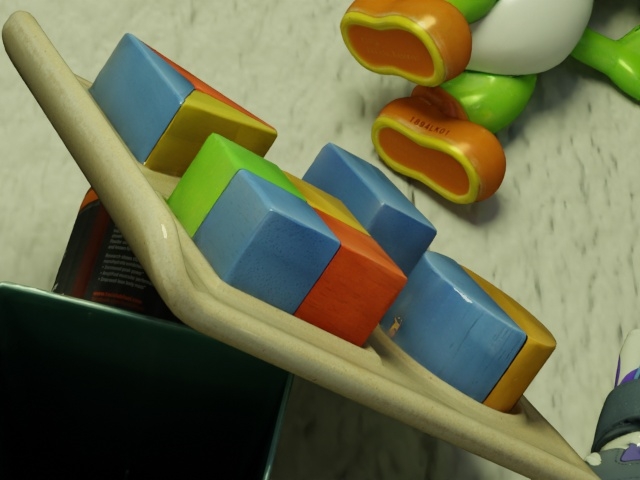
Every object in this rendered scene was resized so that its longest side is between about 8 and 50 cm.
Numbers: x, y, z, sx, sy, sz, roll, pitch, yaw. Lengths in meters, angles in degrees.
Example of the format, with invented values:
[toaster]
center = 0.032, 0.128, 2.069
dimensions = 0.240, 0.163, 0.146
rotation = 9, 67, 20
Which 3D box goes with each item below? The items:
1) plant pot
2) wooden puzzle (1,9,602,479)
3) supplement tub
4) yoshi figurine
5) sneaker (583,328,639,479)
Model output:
[plant pot]
center = -0.121, 0.160, 1.005
dimensions = 0.165, 0.234, 0.166
rotation = 14, 63, -1
[wooden puzzle]
center = 0.000, 0.000, 1.029
dimensions = 0.080, 0.348, 0.322
rotation = -52, 34, 8
[supplement tub]
center = -0.116, 0.027, 1.167
dimensions = 0.106, 0.106, 0.198
rotation = 14, 58, 0
[yoshi figurine]
center = 0.198, -0.184, 1.308
dimensions = 0.203, 0.203, 0.362
rotation = 48, 60, 2
[sneaker]
center = 0.171, 0.163, 1.128
dimensions = 0.322, 0.130, 0.236
rotation = -1, 49, -4
